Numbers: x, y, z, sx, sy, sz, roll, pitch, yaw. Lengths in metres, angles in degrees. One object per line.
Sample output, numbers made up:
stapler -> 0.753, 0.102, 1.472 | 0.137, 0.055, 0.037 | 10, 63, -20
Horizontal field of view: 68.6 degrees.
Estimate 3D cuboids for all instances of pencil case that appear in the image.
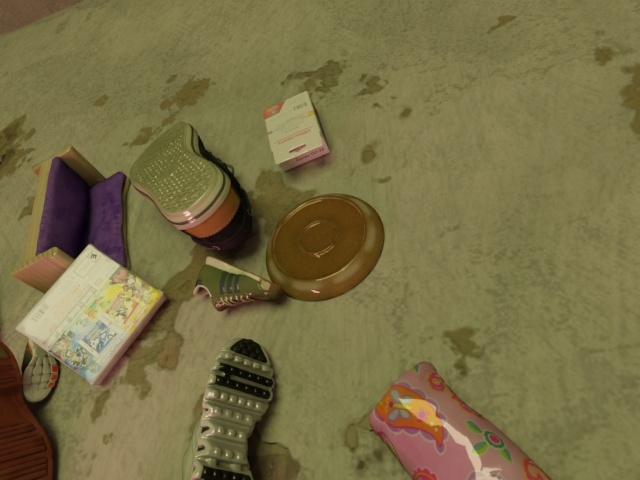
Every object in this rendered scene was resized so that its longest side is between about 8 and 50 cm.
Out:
pencil case -> 0.185, 0.275, 0.540 | 0.124, 0.124, 0.284 | -43, 52, -9

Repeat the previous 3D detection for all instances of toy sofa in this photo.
toy sofa -> -0.561, -0.054, 1.085 | 0.177, 0.150, 0.363 | -25, 50, 7

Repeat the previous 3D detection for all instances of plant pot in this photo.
plant pot -> 0.000, 0.000, 0.871 | 0.236, 0.032, 0.236 | -12, 53, 16

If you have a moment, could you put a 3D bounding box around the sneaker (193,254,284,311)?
sneaker -> -0.157, 0.095, 0.858 | 0.192, 0.064, 0.086 | 18, 73, 33

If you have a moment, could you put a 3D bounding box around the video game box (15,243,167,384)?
video game box -> -0.436, 0.139, 0.907 | 0.187, 0.048, 0.205 | 32, 71, 9

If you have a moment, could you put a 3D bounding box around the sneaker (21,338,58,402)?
sneaker -> -0.567, 0.256, 0.939 | 0.065, 0.061, 0.158 | -44, 44, 26

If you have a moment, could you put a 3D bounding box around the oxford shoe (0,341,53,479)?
oxford shoe -> -0.575, 0.367, 0.813 | 0.146, 0.140, 0.397 | -46, 57, 24

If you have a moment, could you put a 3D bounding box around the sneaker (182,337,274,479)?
sneaker -> -0.148, 0.279, 0.695 | 0.118, 0.110, 0.292 | -43, 26, 39

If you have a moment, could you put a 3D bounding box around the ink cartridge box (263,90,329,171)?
ink cartridge box -> -0.052, -0.230, 1.035 | 0.115, 0.067, 0.198 | -22, 49, 9

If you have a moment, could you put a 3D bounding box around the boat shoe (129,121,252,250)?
boat shoe -> -0.283, -0.124, 1.014 | 0.187, 0.156, 0.500 | -44, 39, -4
